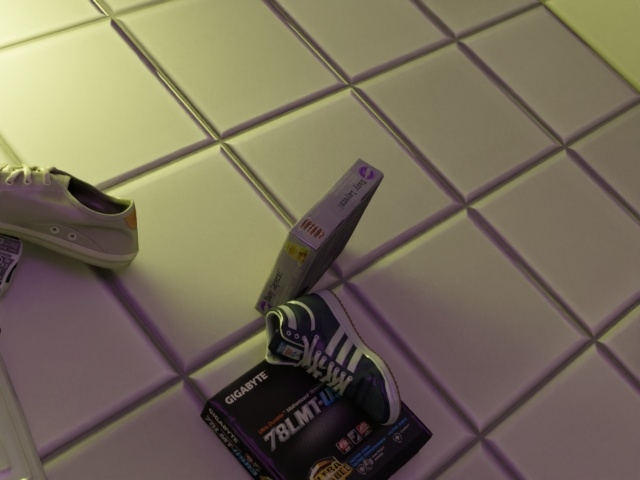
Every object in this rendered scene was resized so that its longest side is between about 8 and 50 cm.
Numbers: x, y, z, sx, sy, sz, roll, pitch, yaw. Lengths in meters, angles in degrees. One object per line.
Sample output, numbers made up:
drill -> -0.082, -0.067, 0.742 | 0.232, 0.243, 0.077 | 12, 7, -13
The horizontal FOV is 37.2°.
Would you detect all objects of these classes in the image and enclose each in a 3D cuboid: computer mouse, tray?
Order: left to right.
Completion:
tray -> -0.526, 0.293, 1.468 | 0.145, 0.030, 0.270 | -14, 61, -30
computer mouse -> -0.561, 0.070, 1.618 | 0.106, 0.042, 0.193 | 19, 55, -3

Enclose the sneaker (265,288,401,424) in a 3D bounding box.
sneaker -> 0.009, 0.210, 1.617 | 0.153, 0.099, 0.282 | -10, 52, -36

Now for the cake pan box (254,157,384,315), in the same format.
cake pan box -> 0.000, 0.000, 1.770 | 0.070, 0.246, 0.267 | 37, 50, 6

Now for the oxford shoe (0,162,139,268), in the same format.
oxford shoe -> -0.523, -0.080, 1.657 | 0.449, 0.130, 0.169 | 18, 20, -13

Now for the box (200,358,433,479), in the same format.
box -> -0.003, 0.318, 1.644 | 0.295, 0.073, 0.293 | -31, 71, -38
